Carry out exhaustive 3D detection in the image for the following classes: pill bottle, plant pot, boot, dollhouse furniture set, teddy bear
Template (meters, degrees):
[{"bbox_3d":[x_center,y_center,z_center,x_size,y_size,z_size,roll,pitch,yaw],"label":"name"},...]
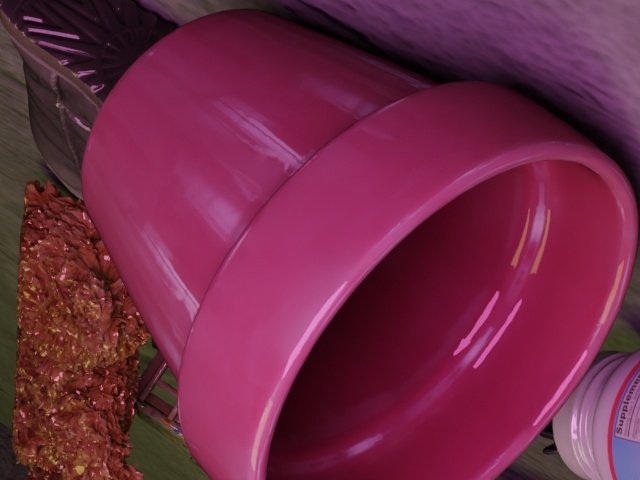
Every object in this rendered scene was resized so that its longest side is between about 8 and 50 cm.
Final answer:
[{"bbox_3d":[0.181,0.091,0.744,0.087,0.087,0.160,43,162,-26],"label":"pill bottle"},{"bbox_3d":[0.000,0.000,0.690,0.180,0.201,0.201,42,170,34],"label":"plant pot"},{"bbox_3d":[-0.101,-0.053,0.907,0.189,0.076,0.208,45,159,14],"label":"boot"},{"bbox_3d":[-0.066,0.146,1.343,0.182,0.101,0.161,33,163,4],"label":"dollhouse furniture set"},{"bbox_3d":[-0.184,0.109,1.288,0.113,0.338,0.245,3,-156,-10],"label":"teddy bear"}]

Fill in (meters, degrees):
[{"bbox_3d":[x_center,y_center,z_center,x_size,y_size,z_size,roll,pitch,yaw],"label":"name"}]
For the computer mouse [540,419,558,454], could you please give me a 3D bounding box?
[{"bbox_3d":[0.219,0.168,0.975,0.193,0.042,0.106,48,155,-22],"label":"computer mouse"}]
